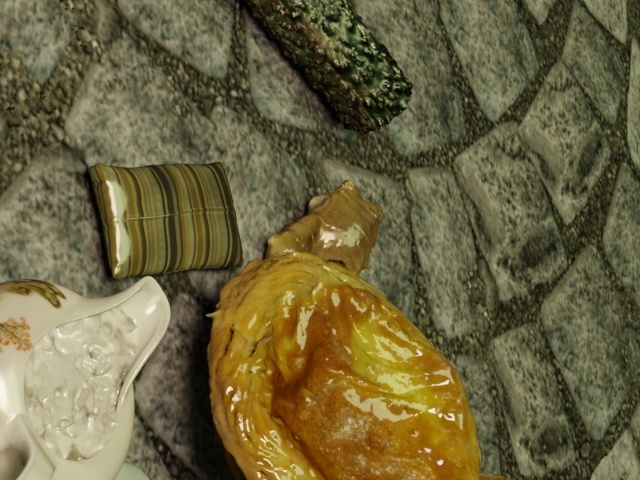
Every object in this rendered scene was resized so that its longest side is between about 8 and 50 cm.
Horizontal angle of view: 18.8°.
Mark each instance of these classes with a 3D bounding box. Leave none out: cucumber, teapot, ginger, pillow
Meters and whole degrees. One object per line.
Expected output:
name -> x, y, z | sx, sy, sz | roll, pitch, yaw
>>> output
cucumber -> -0.029, -0.264, 2.063 | 0.359, 0.096, 0.096 | 50, 43, -34
teapot -> -0.234, 0.140, 1.605 | 0.204, 0.139, 0.298 | 58, 39, -29
ginger -> 0.004, 0.007, 2.050 | 0.165, 0.067, 0.096 | -36, 109, -39
pillow -> -0.144, -0.022, 1.871 | 0.203, 0.038, 0.113 | -7, 84, -56

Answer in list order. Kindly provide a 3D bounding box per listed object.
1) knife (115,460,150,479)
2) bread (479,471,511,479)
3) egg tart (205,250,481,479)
knife -> -0.235, 0.346, 1.624 | 0.132, 0.038, 0.398 | 59, 40, -21
bread -> 0.139, 0.364, 2.057 | 0.253, 0.142, 0.227 | -18, 101, -57
egg tart -> 0.005, 0.180, 1.900 | 0.352, 0.150, 0.352 | 28, 45, -32
